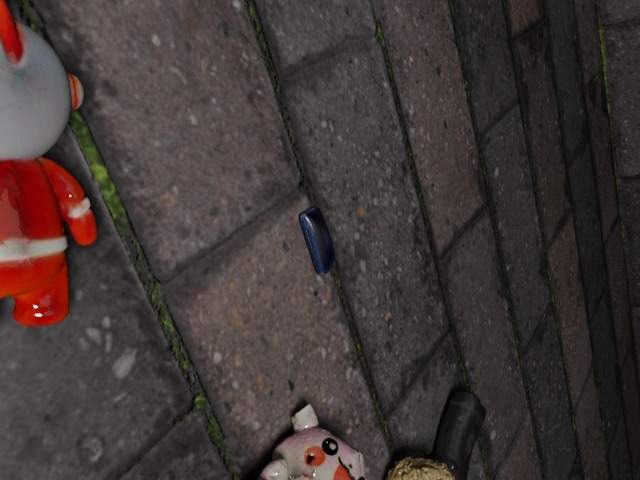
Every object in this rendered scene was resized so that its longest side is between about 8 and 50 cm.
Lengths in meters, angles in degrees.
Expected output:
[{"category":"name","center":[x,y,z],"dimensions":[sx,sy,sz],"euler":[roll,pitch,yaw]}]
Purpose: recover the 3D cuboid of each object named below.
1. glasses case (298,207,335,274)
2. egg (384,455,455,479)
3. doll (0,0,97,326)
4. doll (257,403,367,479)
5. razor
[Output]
[{"category":"glasses case","center":[0.000,0.000,0.722],"dimensions":[0.033,0.023,0.083],"euler":[-37,119,-43]},{"category":"egg","center":[0.143,0.365,0.831],"dimensions":[0.116,0.118,0.140],"euler":[-34,108,-28]},{"category":"doll","center":[-0.220,-0.056,0.404],"dimensions":[0.142,0.076,0.245],"euler":[-11,103,-52]},{"category":"doll","center":[-0.016,0.279,0.637],"dimensions":[0.149,0.095,0.192],"euler":[52,43,2]},{"category":"razor","center":[0.228,0.328,0.987],"dimensions":[0.090,0.054,0.148],"euler":[52,53,-38]}]
